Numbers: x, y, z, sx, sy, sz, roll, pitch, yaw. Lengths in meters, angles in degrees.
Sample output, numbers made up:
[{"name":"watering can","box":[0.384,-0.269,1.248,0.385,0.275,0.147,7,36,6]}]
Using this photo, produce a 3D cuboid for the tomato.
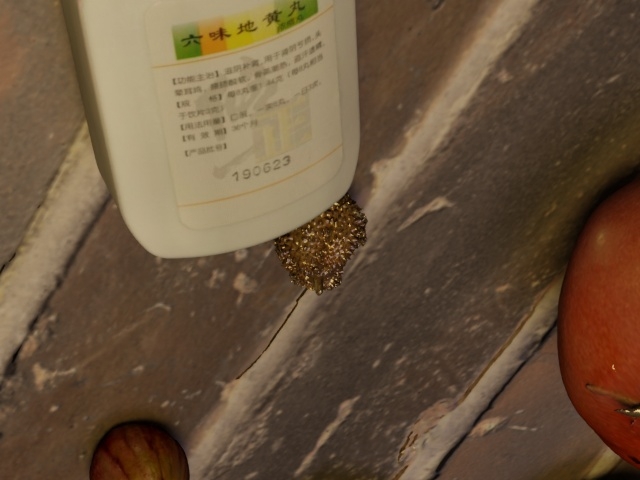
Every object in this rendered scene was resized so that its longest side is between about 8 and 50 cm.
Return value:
[{"name":"tomato","box":[0.353,0.056,1.279,0.341,0.273,0.341,-7,141,-5]}]

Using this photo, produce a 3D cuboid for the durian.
[{"name":"durian","box":[0.000,0.000,1.159,0.080,0.091,0.080,-2,148,-1]}]

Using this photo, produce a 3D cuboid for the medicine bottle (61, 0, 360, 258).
[{"name":"medicine bottle","box":[-0.069,-0.145,0.954,0.179,0.124,0.324,-19,139,-13]}]

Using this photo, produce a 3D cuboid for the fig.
[{"name":"fig","box":[-0.144,0.215,1.263,0.089,0.125,0.089,-14,131,-16]}]
